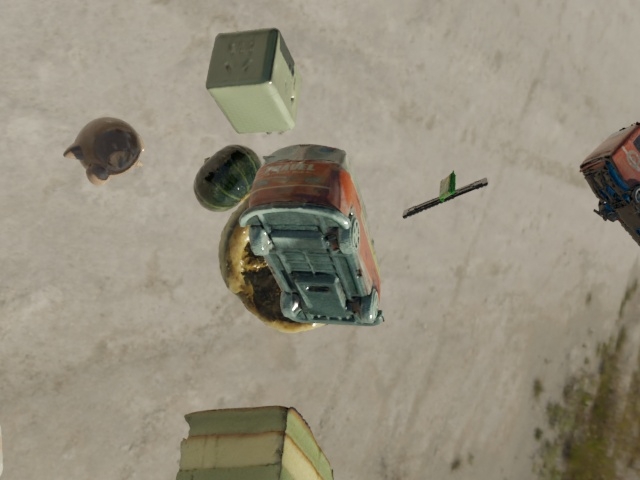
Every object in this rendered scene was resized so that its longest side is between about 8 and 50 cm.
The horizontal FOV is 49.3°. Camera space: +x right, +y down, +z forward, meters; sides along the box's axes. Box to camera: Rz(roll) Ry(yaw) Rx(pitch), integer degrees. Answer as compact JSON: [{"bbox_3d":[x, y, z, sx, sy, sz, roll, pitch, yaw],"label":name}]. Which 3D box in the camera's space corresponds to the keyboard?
[{"bbox_3d":[0.283,-0.096,1.591,0.013,0.205,0.061,66,16,-9],"label":"keyboard"}]

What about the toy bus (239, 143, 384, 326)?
[{"bbox_3d":[0.000,0.000,0.773,0.265,0.122,0.119,68,27,-56],"label":"toy bus"}]

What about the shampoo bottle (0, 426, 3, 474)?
[{"bbox_3d":[-0.537,0.366,1.095,0.074,0.192,0.074,-15,136,-15],"label":"shampoo bottle"}]

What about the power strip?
[{"bbox_3d":[-0.121,-0.303,1.422,0.224,0.139,0.140,57,35,-60],"label":"power strip"}]

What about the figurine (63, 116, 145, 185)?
[{"bbox_3d":[-0.398,-0.170,1.309,0.138,0.125,0.125,-71,153,-60],"label":"figurine"}]

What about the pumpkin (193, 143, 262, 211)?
[{"bbox_3d":[-0.203,-0.136,1.531,0.167,0.167,0.125,-44,106,-39],"label":"pumpkin"}]

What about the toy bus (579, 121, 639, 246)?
[{"bbox_3d":[0.408,-0.025,0.819,0.096,0.073,0.235,-45,95,-16],"label":"toy bus"}]

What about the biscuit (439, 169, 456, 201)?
[{"bbox_3d":[0.244,-0.104,1.345,0.089,0.016,0.046,135,-40,-81],"label":"biscuit"}]

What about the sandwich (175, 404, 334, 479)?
[{"bbox_3d":[-0.108,0.377,1.095,0.155,0.199,0.227,-83,156,-43],"label":"sandwich"}]

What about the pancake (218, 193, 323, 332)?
[{"bbox_3d":[-0.048,0.025,1.260,0.283,0.049,0.282,1,84,-12],"label":"pancake"}]
